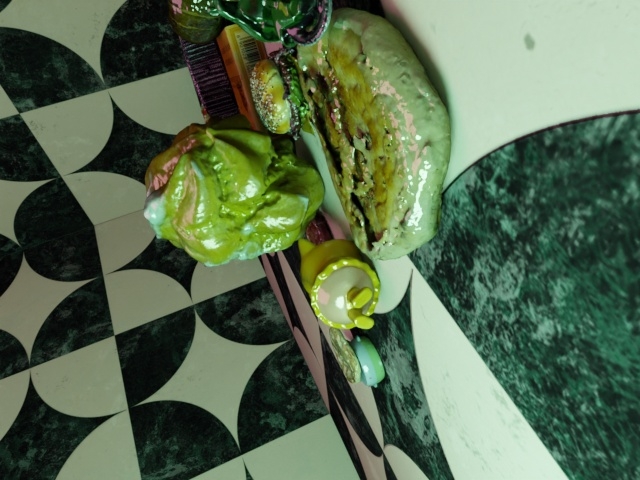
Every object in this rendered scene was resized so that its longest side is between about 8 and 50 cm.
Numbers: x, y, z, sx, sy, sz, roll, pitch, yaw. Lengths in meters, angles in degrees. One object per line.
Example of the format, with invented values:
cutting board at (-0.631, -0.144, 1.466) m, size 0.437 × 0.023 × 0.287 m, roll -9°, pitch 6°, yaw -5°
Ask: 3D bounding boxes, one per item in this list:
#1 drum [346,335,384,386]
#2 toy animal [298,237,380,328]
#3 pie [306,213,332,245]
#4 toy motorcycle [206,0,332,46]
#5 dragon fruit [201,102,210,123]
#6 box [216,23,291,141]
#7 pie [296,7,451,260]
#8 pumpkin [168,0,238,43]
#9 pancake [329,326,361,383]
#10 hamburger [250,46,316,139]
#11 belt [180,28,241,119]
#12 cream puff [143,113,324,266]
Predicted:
drum at (0.085, 0.269, 1.191) m, size 0.253 × 0.049 × 0.129 m, roll -142°, pitch 33°, yaw -67°
toy animal at (0.033, 0.084, 0.906) m, size 0.230 × 0.156 × 0.155 m, roll 36°, pitch 145°, yaw 62°
pie at (0.000, 0.000, 1.144) m, size 0.153 × 0.038 × 0.153 m, roll 161°, pitch 90°, yaw -76°
toy motorcycle at (-0.061, -0.353, 0.540) m, size 0.187 × 0.125 × 0.274 m, roll 7°, pitch 107°, yaw 48°
dragon fruit at (-0.304, -0.402, 1.601) m, size 0.236 × 0.135 × 0.137 m, roll 47°, pitch 168°, yaw 0°
box at (-0.162, -0.365, 1.137) m, size 0.174 × 0.076 × 0.273 m, roll -137°, pitch 29°, yaw -67°
pie at (0.052, -0.126, 0.608) m, size 0.339 × 0.077 × 0.338 m, roll 162°, pitch 90°, yaw -78°
pumpkin at (-0.258, -0.562, 1.058) m, size 0.219 × 0.163 × 0.218 m, roll -175°, pitch 90°, yaw -77°
pancake at (0.058, 0.273, 1.135) m, size 0.152 × 0.025 × 0.151 m, roll 160°, pitch 90°, yaw -77°
hamburger at (-0.071, -0.265, 0.871) m, size 0.189 × 0.093 × 0.163 m, roll -141°, pitch 32°, yaw -63°
belt at (-0.294, -0.476, 1.308) m, size 0.260 × 0.122 × 0.324 m, roll 57°, pitch -165°, yaw -76°
cream puff at (-0.179, -0.125, 0.979) m, size 0.378 × 0.379 × 0.275 m, roll -132°, pitch 35°, yaw -58°
